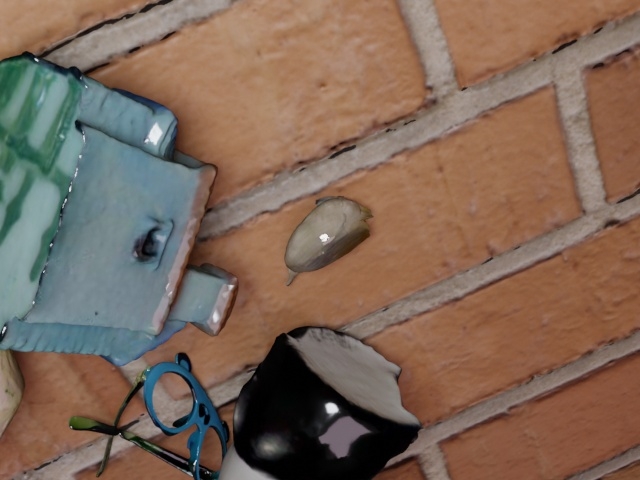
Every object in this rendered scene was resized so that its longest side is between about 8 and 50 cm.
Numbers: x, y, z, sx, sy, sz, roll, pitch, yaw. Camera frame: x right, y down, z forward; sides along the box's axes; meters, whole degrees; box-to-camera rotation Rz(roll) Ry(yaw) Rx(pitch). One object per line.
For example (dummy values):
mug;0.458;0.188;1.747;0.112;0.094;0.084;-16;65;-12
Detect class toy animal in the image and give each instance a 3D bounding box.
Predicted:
toy animal;-0.024;0.292;1.201;0.251;0.251;0.310;20;110;-26

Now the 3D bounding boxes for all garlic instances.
garlic;0.002;0.003;1.126;0.152;0.066;0.084;-36;125;4

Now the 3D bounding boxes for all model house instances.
model house;-0.234;-0.016;0.982;0.329;0.252;0.294;17;92;-49

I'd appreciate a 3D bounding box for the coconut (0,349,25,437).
coconut;-0.469;0.179;1.021;0.237;0.197;0.236;-10;122;-17

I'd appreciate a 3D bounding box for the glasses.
glasses;-0.239;0.283;1.206;0.207;0.102;0.239;-26;125;0
